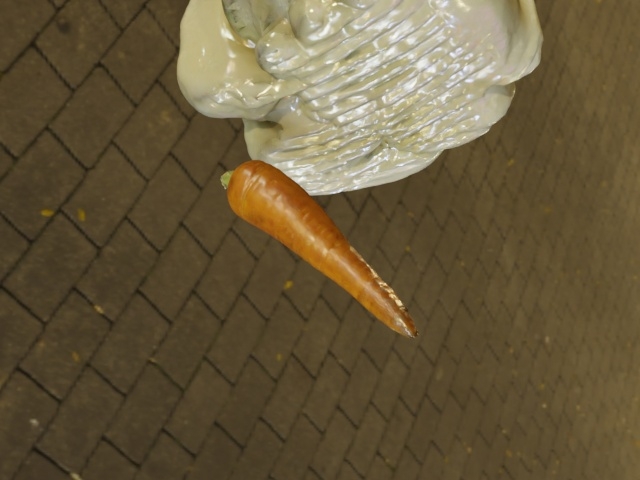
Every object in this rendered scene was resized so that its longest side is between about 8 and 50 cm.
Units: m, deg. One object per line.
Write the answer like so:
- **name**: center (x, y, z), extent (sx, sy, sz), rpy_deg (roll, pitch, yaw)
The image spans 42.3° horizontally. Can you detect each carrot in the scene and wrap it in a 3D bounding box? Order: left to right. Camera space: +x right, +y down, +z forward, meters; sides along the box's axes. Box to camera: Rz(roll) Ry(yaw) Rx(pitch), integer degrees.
- **carrot**: center (0.000, 0.000, 0.757), extent (0.061, 0.257, 0.061), rpy_deg (-37, 149, -27)

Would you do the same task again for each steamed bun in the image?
- **steamed bun**: center (0.028, -0.227, 0.851), extent (0.352, 0.339, 0.247), rpy_deg (23, 46, -44)
